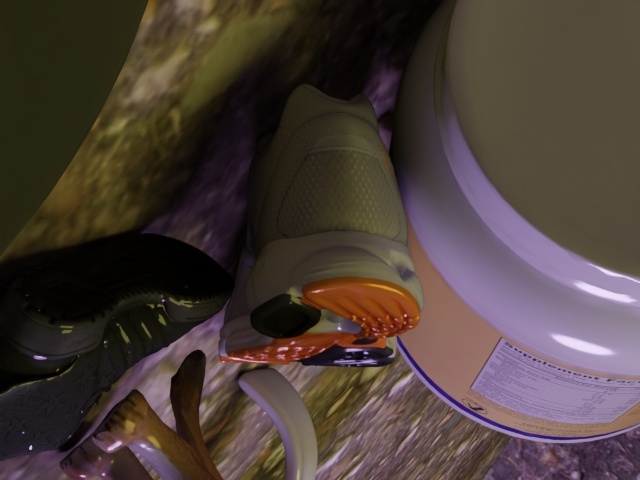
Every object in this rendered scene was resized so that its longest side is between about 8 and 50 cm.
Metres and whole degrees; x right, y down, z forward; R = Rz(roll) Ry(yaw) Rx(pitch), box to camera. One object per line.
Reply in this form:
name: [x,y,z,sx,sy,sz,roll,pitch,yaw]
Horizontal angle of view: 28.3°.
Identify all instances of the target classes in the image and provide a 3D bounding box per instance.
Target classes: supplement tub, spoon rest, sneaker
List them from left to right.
sneaker: [-0.110,0.050,0.554,0.089,0.051,0.170,-58,160,21]
spoon rest: [-0.087,0.223,0.881,0.276,0.084,0.137,-58,162,11]
sneaker: [0.000,0.000,0.668,0.262,0.099,0.121,128,-36,-73]
supplement tub: [0.155,-0.026,0.713,0.241,0.241,0.331,-49,168,-14]

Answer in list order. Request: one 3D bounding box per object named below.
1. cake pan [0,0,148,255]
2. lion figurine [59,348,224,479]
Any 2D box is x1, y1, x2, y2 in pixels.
cake pan: [-0.137,-0.049,0.284,0.293,0.054,0.293,-46,161,-21]
lion figurine: [-0.054,0.207,0.542,0.142,0.240,0.392,-45,-177,30]
